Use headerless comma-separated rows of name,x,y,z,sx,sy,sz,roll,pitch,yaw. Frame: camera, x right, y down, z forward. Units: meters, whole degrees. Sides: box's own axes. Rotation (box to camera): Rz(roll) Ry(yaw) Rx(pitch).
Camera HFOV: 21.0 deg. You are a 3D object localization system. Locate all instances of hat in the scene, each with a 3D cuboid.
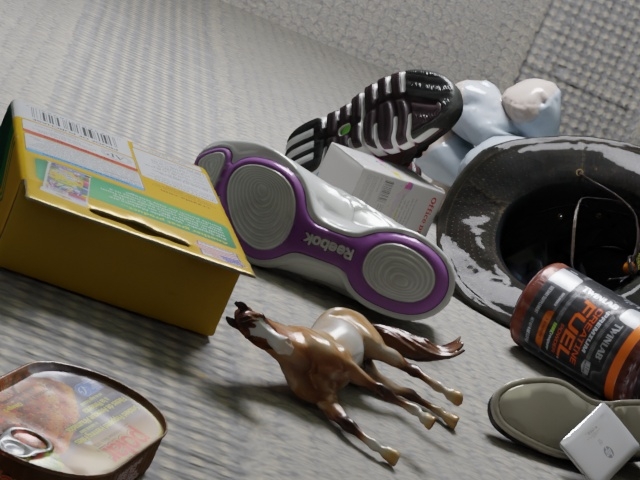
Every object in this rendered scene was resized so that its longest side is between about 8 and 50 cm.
hat,0.305,0.021,2.072,0.331,0.331,0.134,29,-27,21

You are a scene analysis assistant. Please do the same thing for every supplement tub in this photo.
supplement tub,0.308,0.110,1.841,0.198,0.106,0.106,31,14,30

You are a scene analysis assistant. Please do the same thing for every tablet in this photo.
tablet,0.251,0.184,1.547,0.054,0.006,0.083,51,44,6

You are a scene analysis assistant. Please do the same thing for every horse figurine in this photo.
horse figurine,0.032,0.106,1.456,0.174,0.066,0.263,34,17,15

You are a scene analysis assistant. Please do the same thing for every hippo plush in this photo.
hippo plush,0.237,-0.052,2.286,0.294,0.234,0.236,63,23,-20

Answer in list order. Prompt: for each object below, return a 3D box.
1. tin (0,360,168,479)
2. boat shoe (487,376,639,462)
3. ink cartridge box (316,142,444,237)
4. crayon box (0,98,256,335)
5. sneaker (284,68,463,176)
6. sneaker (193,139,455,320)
tin,-0.164,0.124,1.091,0.106,0.040,0.190,22,12,11
boat shoe,0.230,0.175,1.594,0.206,0.075,0.065,10,-25,-30
ink cartridge box,0.071,-0.045,2.077,0.143,0.092,0.090,17,14,-33
crayon box,-0.187,-0.018,1.520,0.203,0.083,0.323,20,13,-17
sneaker,0.102,-0.122,2.187,0.281,0.106,0.162,-17,-32,41
sneaker,0.000,0.000,1.792,0.305,0.114,0.152,31,0,10
